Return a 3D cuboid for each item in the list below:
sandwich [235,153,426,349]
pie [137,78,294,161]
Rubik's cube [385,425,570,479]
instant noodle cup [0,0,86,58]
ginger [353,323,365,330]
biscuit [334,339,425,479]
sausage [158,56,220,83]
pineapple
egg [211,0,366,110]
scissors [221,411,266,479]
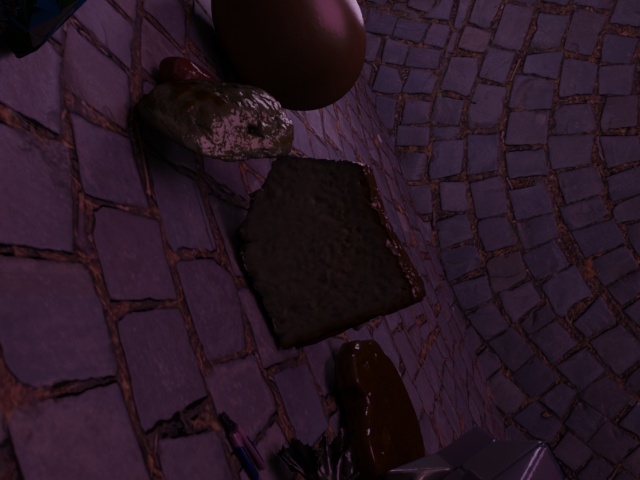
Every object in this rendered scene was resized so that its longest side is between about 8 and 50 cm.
[{"bbox_3d":[0.000,0.000,1.173,0.325,0.262,0.131,66,13,-5],"label":"sandwich"},{"bbox_3d":[-0.161,-0.197,1.061,0.248,0.090,0.201,-12,45,-43],"label":"pie"},{"bbox_3d":[0.285,0.534,1.185,0.387,0.368,0.358,59,-11,-8],"label":"Rubik's cube"},{"bbox_3d":[-0.328,-0.345,0.749,0.178,0.240,0.240,44,28,-33],"label":"instant noodle cup"},{"bbox_3d":[0.044,0.039,1.372,0.089,0.075,0.288,106,-36,-84],"label":"ginger"},{"bbox_3d":[0.123,0.373,1.381,0.359,0.074,0.381,66,21,1],"label":"biscuit"},{"bbox_3d":[-0.207,-0.258,1.189,0.194,0.077,0.077,33,38,-58],"label":"sausage"},{"bbox_3d":[0.039,0.436,0.934,0.175,0.175,0.361,47,24,-46],"label":"pineapple"},{"bbox_3d":[-0.067,-0.454,1.449,0.374,0.301,0.301,56,21,-22],"label":"egg"},{"bbox_3d":[-0.107,0.281,0.934,0.113,0.012,0.039,62,19,-17],"label":"scissors"}]
